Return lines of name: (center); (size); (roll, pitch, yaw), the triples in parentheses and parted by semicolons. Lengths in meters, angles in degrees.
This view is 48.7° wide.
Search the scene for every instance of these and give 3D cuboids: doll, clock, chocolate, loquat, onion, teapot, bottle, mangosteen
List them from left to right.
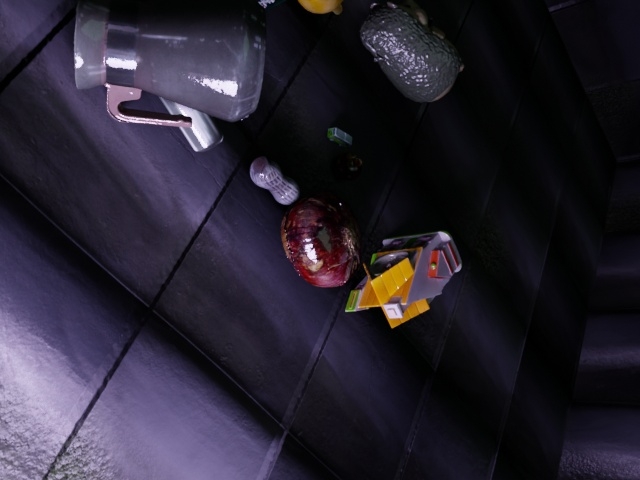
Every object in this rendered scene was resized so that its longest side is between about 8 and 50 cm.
teapot: (-0.292, -0.355, 1.386); (0.343, 0.300, 0.253); (5, 42, -12)
bottle: (-0.304, -0.317, 1.555); (0.254, 0.079, 0.096); (58, 35, -26)
chocolate: (-0.114, -0.148, 1.757); (0.167, 0.072, 0.072); (40, 55, -41)
onion: (0.000, 0.000, 1.777); (0.246, 0.190, 0.247); (44, 36, -45)
loquat: (0.005, -0.700, 1.929); (0.204, 0.149, 0.172); (50, 44, -47)
mangosteen: (0.082, -0.208, 1.991); (0.081, 0.080, 0.081); (11, 76, -48)
clock: (0.221, 0.109, 1.980); (0.309, 0.235, 0.166); (-44, 116, -43)
doll: (0.279, -0.589, 2.180); (0.349, 0.247, 0.247); (32, 59, -24)

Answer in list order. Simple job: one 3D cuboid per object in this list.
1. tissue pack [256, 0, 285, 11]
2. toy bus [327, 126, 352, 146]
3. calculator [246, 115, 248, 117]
tissue pack: (-0.113, -0.647, 1.763); (0.090, 0.170, 0.103); (36, 56, -40)
toy bus: (0.055, -0.293, 2.004); (0.083, 0.037, 0.031); (22, 68, -46)
calculator: (-0.217, -0.439, 1.722); (0.161, 0.021, 0.262); (24, 66, -45)
